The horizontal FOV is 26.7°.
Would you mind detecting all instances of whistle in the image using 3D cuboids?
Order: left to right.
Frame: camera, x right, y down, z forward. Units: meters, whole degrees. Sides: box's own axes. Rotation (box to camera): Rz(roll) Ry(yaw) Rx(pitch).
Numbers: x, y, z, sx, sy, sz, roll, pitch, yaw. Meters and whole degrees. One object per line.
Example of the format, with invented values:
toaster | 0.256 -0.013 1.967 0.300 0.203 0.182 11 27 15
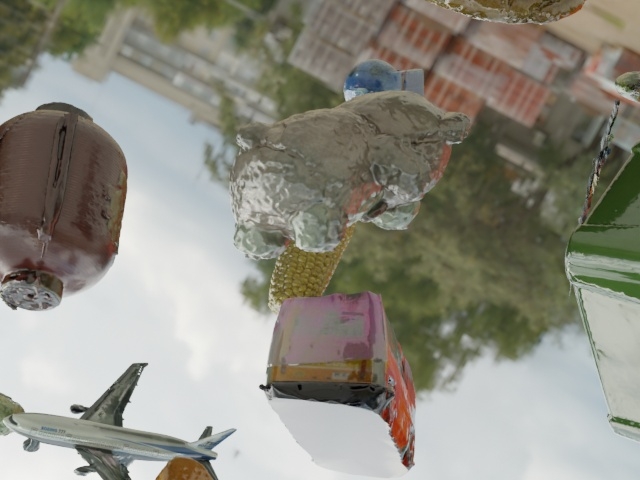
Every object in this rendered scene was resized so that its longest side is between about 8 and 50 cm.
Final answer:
whistle | 0.082 -0.213 1.889 0.090 0.090 0.158 31 -161 17

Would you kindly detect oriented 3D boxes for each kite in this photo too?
kite | 0.355 -0.056 1.787 0.015 0.285 0.152 12 -131 5

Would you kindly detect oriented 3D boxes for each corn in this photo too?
corn | -0.005 -0.001 1.974 0.091 0.260 0.091 8 147 23

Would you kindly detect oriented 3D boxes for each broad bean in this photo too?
broad bean | 0.442 -0.203 1.776 0.061 0.046 0.195 21 -159 36

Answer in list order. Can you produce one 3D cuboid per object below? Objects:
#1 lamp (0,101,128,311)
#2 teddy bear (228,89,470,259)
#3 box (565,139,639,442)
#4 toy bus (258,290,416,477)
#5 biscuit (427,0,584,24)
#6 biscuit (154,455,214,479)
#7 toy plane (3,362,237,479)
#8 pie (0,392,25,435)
lamp | -0.309 -0.047 1.544 0.180 0.258 0.180 3 153 2
teddy bear | 0.024 -0.074 1.420 0.236 0.151 0.267 -4 -172 43
box | 0.384 0.064 1.379 0.178 0.253 0.328 7 133 38
toy bus | 0.046 0.202 1.853 0.171 0.162 0.386 4 157 13
biscuit | 0.193 -0.297 1.458 0.226 0.042 0.226 5 -143 -4
biscuit | -0.045 0.297 1.196 0.250 0.036 0.165 30 -152 -13
toy plane | -0.196 0.195 1.306 0.226 0.058 0.226 6 -140 -19
pie | -0.486 0.202 1.687 0.240 0.054 0.240 9 172 1
